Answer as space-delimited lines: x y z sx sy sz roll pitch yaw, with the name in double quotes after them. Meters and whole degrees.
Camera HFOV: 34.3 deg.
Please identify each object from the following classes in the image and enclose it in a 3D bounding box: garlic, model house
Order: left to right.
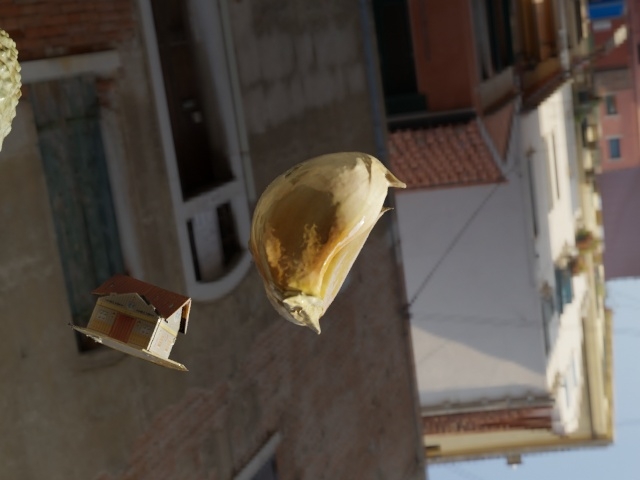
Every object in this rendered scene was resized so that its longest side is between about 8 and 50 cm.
-0.310 0.139 1.855 0.219 0.136 0.207 16 165 14 "model house"
0.000 0.000 1.855 0.249 0.313 0.286 8 155 44 "garlic"

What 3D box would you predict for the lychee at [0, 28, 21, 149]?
-0.532 -0.204 1.425 0.255 0.255 0.274 0 -143 35 "lychee"
